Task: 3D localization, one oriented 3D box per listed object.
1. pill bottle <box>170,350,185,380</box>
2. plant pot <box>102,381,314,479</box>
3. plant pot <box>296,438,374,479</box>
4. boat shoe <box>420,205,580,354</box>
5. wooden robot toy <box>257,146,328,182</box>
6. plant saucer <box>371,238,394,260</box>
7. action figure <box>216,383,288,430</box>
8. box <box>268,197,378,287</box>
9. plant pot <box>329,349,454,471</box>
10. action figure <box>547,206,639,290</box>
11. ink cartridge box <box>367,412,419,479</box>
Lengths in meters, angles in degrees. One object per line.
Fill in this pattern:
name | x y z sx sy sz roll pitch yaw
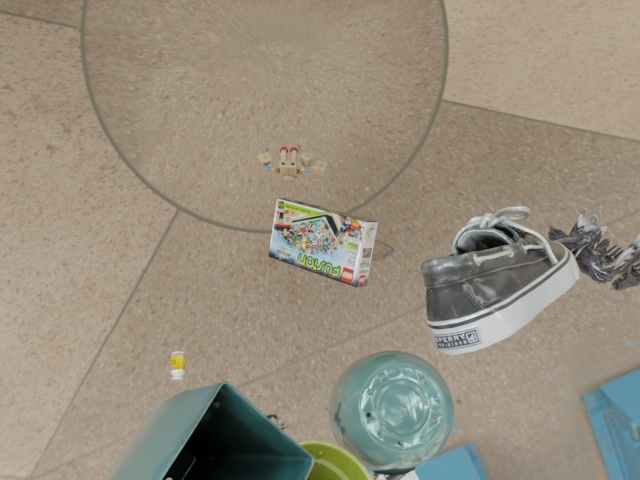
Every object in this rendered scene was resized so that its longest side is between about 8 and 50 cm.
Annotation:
pill bottle | -0.427 0.377 1.854 0.043 0.043 0.083 -3 65 -4
plant pot | -0.166 0.299 0.781 0.165 0.166 0.234 47 143 -20
plant pot | -0.049 0.590 1.273 0.276 0.276 0.254 27 133 -12
boat shoe | 0.188 0.022 0.658 0.113 0.306 0.105 -18 91 41
wooden robot toy | -0.069 -0.180 1.534 0.173 0.076 0.079 3 147 1
plant saucer | 0.077 0.009 1.797 0.278 0.278 0.041 17 81 -9
action figure | -0.221 0.549 1.884 0.185 0.285 0.099 1 116 -52
box | 0.000 0.000 1.081 0.036 0.207 0.114 -2 104 -50
plant pot | 0.170 0.382 1.403 0.293 0.235 0.293 0 72 -1
action figure | 0.541 0.013 1.183 0.275 0.164 0.141 19 111 -49
ink cartridge box | 0.156 0.556 1.576 0.100 0.172 0.237 -24 76 -12
